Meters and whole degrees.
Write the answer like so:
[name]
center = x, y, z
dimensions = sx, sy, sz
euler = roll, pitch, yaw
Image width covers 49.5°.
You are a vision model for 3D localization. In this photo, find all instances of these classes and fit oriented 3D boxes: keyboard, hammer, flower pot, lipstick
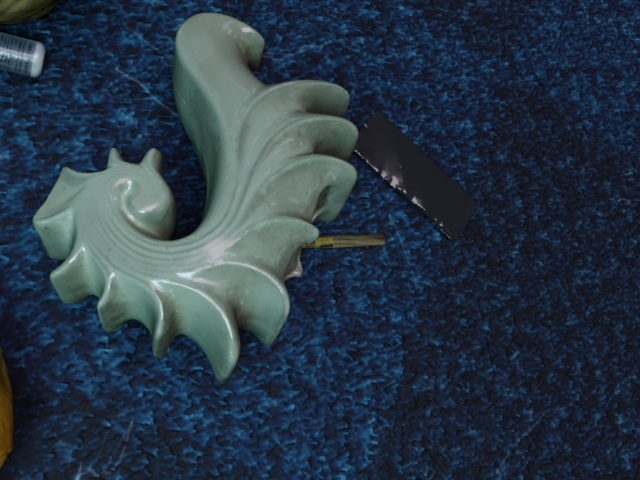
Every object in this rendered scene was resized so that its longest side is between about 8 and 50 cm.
[keyboard]
center = 0.126, -0.086, 0.931
dimensions = 0.196, 0.015, 0.074
euler = 41, 62, -12
[hammer]
center = 0.000, 0.000, 0.854
dimensions = 0.182, 0.017, 0.062
euler = -4, 81, -27
[flower pot]
center = -0.104, -0.057, 0.732
dimensions = 0.254, 0.164, 0.367
euler = 28, 64, 0
[lipstick]
center = -0.362, -0.204, 0.720
dimensions = 0.141, 0.040, 0.040
euler = 11, 74, -22

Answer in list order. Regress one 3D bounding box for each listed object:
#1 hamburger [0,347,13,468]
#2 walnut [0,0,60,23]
[hamburger]
center = -0.355, 0.122, 0.595
dimensions = 0.156, 0.144, 0.283
euler = -24, 87, -27
[walnut]
center = -0.307, -0.344, 0.627
dimensions = 0.252, 0.313, 0.277
euler = 44, 57, -28
